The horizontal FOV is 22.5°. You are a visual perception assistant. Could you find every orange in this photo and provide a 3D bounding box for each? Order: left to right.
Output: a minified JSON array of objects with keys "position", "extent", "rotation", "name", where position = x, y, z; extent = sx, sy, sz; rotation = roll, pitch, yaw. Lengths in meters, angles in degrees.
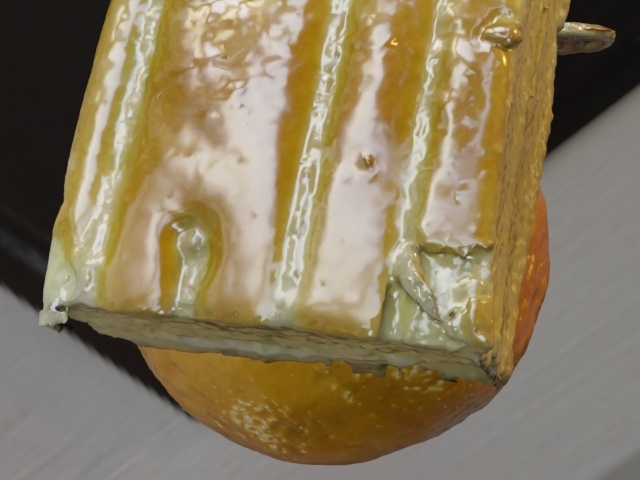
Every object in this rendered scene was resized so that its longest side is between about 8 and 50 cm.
[{"position":[0.000,0.000,1.226],"extent":[0.293,0.341,0.340],"rotation":[35,27,-49],"name":"orange"}]

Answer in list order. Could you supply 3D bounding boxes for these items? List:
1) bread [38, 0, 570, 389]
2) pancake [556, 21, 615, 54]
[{"position":[-0.003,-0.049,0.821],"extent":[0.111,0.239,0.246],"rotation":[48,51,-61],"name":"bread"},{"position":[0.220,-0.197,1.569],"extent":[0.139,0.139,0.022],"rotation":[9,80,-58],"name":"pancake"}]
